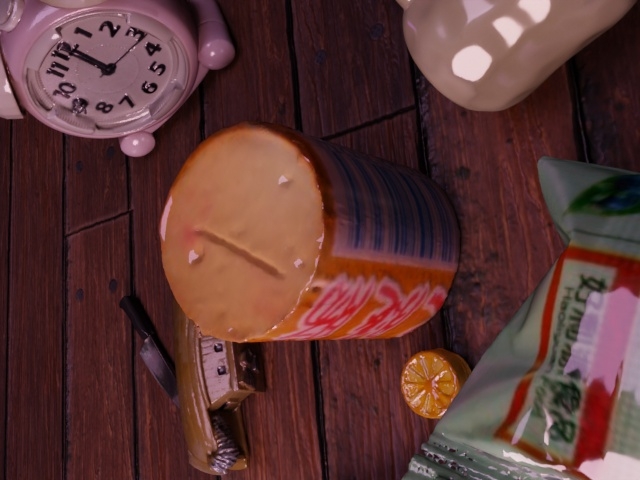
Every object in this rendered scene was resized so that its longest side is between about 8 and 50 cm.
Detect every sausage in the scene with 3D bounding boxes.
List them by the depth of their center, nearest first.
[{"bbox_3d":[0.000,0.000,0.879,0.233,0.287,0.233,-4,83,36],"label":"sausage"}]

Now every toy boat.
[{"bbox_3d":[-0.145,0.169,1.099,0.122,0.089,0.321,-19,69,30],"label":"toy boat"}]

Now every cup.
[{"bbox_3d":[0.172,-0.262,0.792,0.202,0.255,0.173,-39,45,37],"label":"cup"}]

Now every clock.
[{"bbox_3d":[-0.346,-0.301,1.191,0.342,0.326,0.184,-46,56,25],"label":"clock"}]

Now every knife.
[{"bbox_3d":[-0.273,0.185,1.246,0.230,0.028,0.060,51,126,30],"label":"knife"}]

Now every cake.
[{"bbox_3d":[0.135,0.166,0.894,0.084,0.044,0.084,-7,80,39],"label":"cake"}]

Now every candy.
[{"bbox_3d":[0.254,0.102,0.682,0.263,0.172,0.397,14,76,43],"label":"candy"}]

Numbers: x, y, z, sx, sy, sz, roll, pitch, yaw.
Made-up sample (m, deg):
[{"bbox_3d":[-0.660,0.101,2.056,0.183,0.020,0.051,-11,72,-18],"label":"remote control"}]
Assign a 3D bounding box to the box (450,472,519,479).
[{"bbox_3d":[0.153,0.444,0.804,0.373,0.090,0.367,-31,64,31],"label":"box"}]
